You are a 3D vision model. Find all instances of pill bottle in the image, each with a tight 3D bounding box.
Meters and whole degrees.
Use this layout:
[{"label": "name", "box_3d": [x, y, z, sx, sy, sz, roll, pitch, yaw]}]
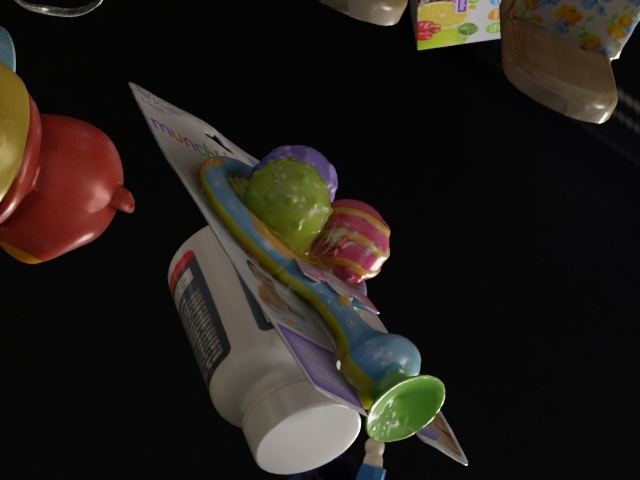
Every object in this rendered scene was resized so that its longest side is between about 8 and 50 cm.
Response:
[{"label": "pill bottle", "box_3d": [-0.039, 0.078, 1.082, 0.108, 0.108, 0.180, 2, -136, -29]}]

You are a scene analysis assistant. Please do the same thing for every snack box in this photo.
[{"label": "snack box", "box_3d": [0.138, -0.187, 1.085, 0.141, 0.100, 0.037, -8, -108, 1]}]

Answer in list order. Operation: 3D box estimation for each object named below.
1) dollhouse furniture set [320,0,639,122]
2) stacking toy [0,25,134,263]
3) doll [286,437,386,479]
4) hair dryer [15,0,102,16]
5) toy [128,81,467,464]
[{"label": "dollhouse furniture set", "box_3d": [0.060, -0.280, 0.710, 0.394, 0.362, 0.256, 22, -153, -6]}, {"label": "stacking toy", "box_3d": [-0.277, -0.020, 1.054, 0.130, 0.309, 0.279, 21, -77, -38]}, {"label": "doll", "box_3d": [0.010, 0.194, 1.148, 0.046, 0.129, 0.189, 21, -146, -36]}, {"label": "hair dryer", "box_3d": [-0.216, -0.315, 1.134, 0.224, 0.080, 0.293, -53, -44, -3]}, {"label": "toy", "box_3d": [0.000, 0.000, 0.752, 0.137, 0.056, 0.237, 32, -158, -47]}]
